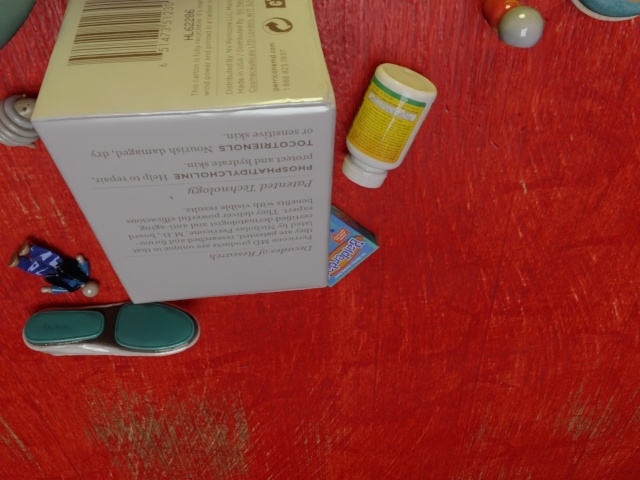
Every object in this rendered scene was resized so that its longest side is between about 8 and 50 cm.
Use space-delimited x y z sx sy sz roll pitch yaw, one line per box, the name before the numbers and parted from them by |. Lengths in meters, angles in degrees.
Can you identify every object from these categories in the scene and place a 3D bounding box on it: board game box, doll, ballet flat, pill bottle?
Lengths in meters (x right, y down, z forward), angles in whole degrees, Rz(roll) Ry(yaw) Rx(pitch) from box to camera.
board game box | 0.000 0.000 1.186 0.210 0.047 0.160 32 118 -30
doll | -0.569 0.072 1.167 0.129 0.046 0.189 -43 129 14
ballet flat | -0.477 0.218 1.265 0.401 0.139 0.139 0 129 -2
pill bottle | 0.117 -0.205 0.990 0.118 0.117 0.208 12 126 -17

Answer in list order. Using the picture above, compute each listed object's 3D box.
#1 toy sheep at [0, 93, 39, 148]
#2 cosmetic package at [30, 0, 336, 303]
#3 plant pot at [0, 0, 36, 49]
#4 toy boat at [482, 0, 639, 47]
toy sheep | -0.523 -0.202 0.927 0.132 0.091 0.091 -34 126 25
cosmetic package | -0.161 -0.149 0.809 0.328 0.329 0.393 -5 145 -4
plant pot | -0.417 -0.338 0.573 0.196 0.293 0.293 -33 131 -14
toy boat | 0.411 -0.419 0.834 0.318 0.148 0.267 -32 126 17
